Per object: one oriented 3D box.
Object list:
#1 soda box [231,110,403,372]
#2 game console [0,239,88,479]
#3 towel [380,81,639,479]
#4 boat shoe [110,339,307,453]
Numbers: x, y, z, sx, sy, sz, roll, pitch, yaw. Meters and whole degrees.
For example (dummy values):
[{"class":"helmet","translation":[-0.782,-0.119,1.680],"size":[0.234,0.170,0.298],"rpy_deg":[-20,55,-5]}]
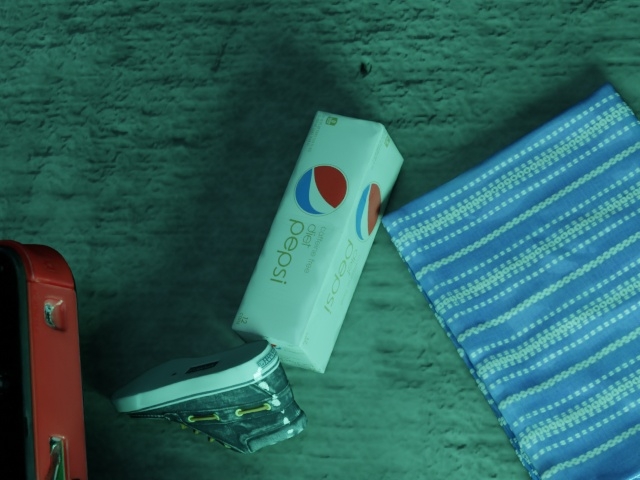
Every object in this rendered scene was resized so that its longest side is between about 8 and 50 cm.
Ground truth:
[{"class":"soda box","translation":[0.000,0.000,1.454],"size":[0.069,0.074,0.216],"rpy_deg":[13,71,23]},{"class":"game console","translation":[-0.327,0.216,1.418],"size":[0.342,0.060,0.386],"rpy_deg":[-29,55,35]},{"class":"towel","translation":[0.224,0.047,1.379],"size":[0.243,0.040,0.336],"rpy_deg":[-31,60,2]},{"class":"boat shoe","translation":[-0.098,0.145,1.427],"size":[0.183,0.083,0.065],"rpy_deg":[-15,18,38]}]
